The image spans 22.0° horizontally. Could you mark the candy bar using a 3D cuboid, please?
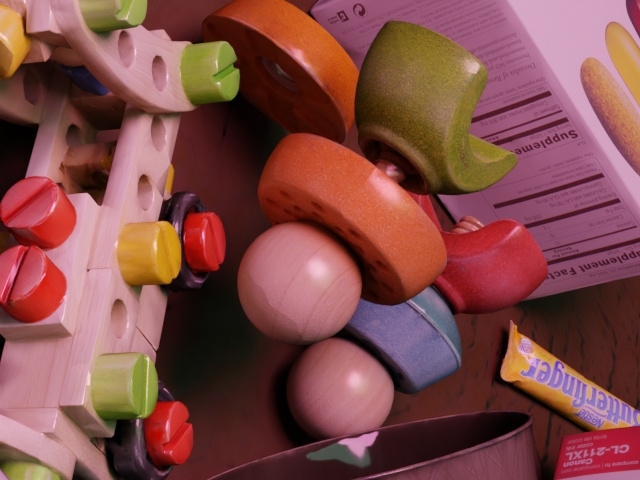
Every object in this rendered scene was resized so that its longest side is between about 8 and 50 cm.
[{"bbox_3d":[0.172,0.104,1.104,0.161,0.018,0.040,32,57,-34],"label":"candy bar"}]

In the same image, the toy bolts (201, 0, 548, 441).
[{"bbox_3d":[0.000,0.000,0.887,0.158,0.218,0.228,-50,141,-17],"label":"toy bolts"}]

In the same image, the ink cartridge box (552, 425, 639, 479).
[{"bbox_3d":[0.184,0.219,1.002,0.127,0.072,0.175,63,32,-30],"label":"ink cartridge box"}]

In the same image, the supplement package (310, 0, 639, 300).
[{"bbox_3d":[0.134,-0.102,1.043,0.244,0.134,0.139,53,47,-20],"label":"supplement package"}]

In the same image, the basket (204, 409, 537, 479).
[{"bbox_3d":[0.044,0.210,0.787,0.204,0.154,0.226,-11,89,-60],"label":"basket"}]

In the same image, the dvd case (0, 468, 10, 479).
[{"bbox_3d":[-0.152,0.201,0.651,0.180,0.022,0.253,-40,118,-11],"label":"dvd case"}]

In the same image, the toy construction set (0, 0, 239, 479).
[{"bbox_3d":[-0.134,-0.005,0.723,0.327,0.151,0.215,-67,151,-24],"label":"toy construction set"}]
